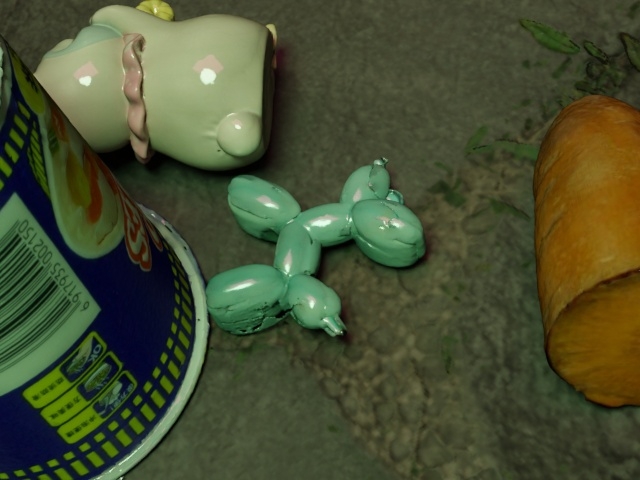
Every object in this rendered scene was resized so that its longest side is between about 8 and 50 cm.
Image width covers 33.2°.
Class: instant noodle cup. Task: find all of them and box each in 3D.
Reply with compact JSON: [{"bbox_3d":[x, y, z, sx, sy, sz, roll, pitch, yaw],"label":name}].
[{"bbox_3d":[-0.241,0.004,0.700,0.284,0.312,0.284,-4,59,7],"label":"instant noodle cup"}]

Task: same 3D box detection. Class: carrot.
[{"bbox_3d":[0.217,-0.009,0.755,0.159,0.159,0.225,-9,46,3],"label":"carrot"}]

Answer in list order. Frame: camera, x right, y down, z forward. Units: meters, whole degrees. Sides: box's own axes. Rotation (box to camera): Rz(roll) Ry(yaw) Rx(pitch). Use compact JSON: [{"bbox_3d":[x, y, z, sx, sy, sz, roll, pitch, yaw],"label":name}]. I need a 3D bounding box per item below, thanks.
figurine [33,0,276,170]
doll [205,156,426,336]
[{"bbox_3d":[-0.158,-0.130,0.866,0.235,0.127,0.155,4,55,2],"label":"figurine"},{"bbox_3d":[0.000,0.000,0.815,0.158,0.059,0.159,8,60,15],"label":"doll"}]
